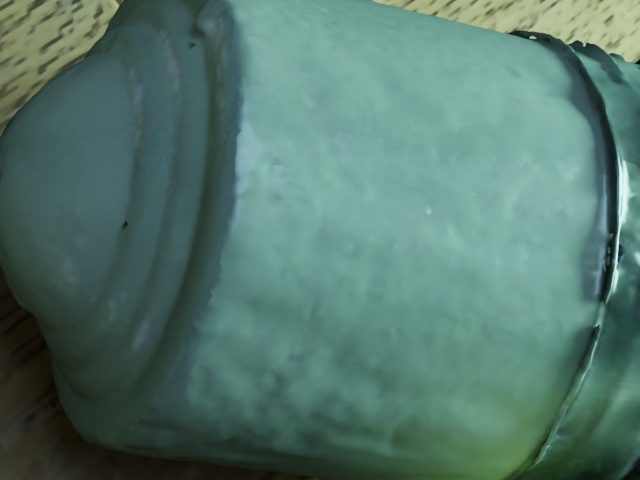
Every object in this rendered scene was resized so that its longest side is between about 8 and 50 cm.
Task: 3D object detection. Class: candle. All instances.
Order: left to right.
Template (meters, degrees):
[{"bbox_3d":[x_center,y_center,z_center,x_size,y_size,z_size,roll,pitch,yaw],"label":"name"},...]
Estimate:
[{"bbox_3d":[0.000,0.000,0.788,0.342,0.221,0.221,9,62,-24],"label":"candle"}]
